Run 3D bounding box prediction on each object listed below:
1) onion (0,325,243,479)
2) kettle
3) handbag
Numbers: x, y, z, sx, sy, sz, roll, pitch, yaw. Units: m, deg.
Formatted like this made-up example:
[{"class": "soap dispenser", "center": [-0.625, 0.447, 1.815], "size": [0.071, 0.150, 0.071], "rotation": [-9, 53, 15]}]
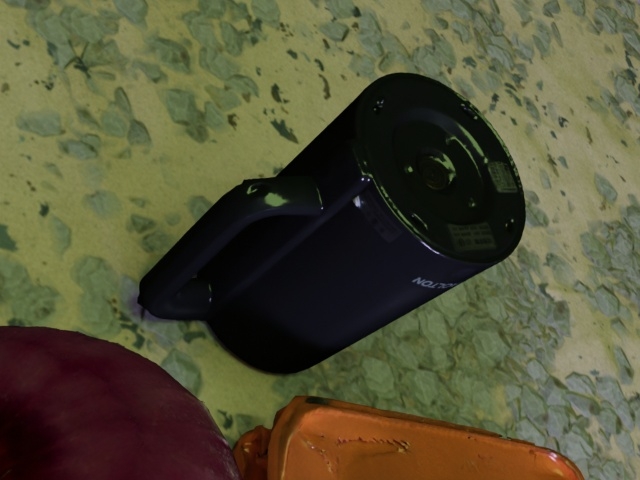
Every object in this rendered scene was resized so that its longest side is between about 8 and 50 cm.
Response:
[{"class": "onion", "center": [-0.217, 0.210, 0.961], "size": [0.358, 0.345, 0.358], "rotation": [9, 37, -7]}, {"class": "kettle", "center": [0.010, 0.011, 1.336], "size": [0.203, 0.308, 0.262], "rotation": [52, 42, -1]}, {"class": "handbag", "center": [0.104, 0.328, 1.347], "size": [0.410, 0.116, 0.303], "rotation": [16, 53, -32]}]
